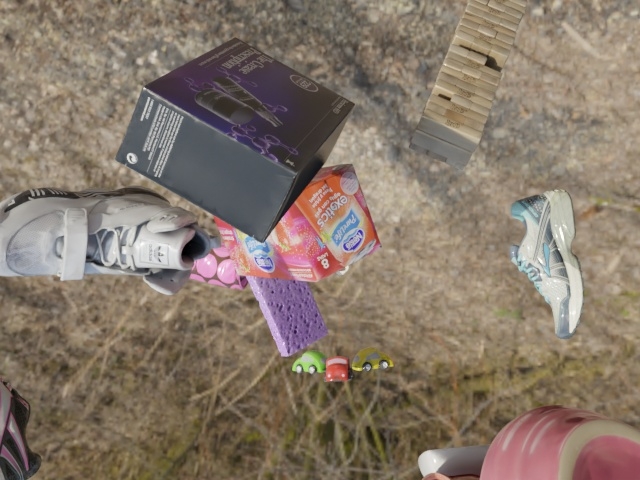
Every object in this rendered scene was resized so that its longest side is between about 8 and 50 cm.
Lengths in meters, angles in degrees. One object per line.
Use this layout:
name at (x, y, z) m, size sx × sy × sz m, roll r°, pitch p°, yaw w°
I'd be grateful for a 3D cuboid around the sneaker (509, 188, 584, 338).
sneaker at (0.420, 0.048, 1.461) m, size 0.122 × 0.283 × 0.110 m, roll -6°, pitch 165°, yaw 8°

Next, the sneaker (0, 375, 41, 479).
sneaker at (-0.322, 0.157, 0.742) m, size 0.072 × 0.178 × 0.077 m, roll -23°, pitch 172°, yaw 36°

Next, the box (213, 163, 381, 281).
box at (-0.044, -0.024, 1.127) m, size 0.257 × 0.122 × 0.128 m, roll 1°, pitch 115°, yaw 59°

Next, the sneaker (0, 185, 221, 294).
sneaker at (-0.331, 0.001, 1.203) m, size 0.210 × 0.137 × 0.366 m, roll 20°, pitch -159°, yaw 35°

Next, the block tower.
block tower at (0.228, -0.255, 1.192) m, size 0.097 × 0.335 × 0.091 m, roll 24°, pitch 145°, yaw 4°

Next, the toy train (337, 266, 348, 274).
toy train at (0.000, 0.000, 1.714) m, size 0.125 × 0.166 × 0.046 m, roll -15°, pitch 161°, yaw 7°

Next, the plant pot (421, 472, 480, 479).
plant pot at (0.326, 0.483, 1.235) m, size 0.265 × 0.272 × 0.272 m, roll -6°, pitch 156°, yaw -19°

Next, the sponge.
sponge at (-0.071, 0.121, 1.592) m, size 0.117 × 0.210 × 0.031 m, roll -27°, pitch -175°, yaw -38°

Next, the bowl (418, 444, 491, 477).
bowl at (0.249, 0.403, 1.378) m, size 0.142 × 0.053 × 0.142 m, roll -5°, pitch 154°, yaw -2°

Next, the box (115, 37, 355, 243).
box at (-0.085, -0.129, 0.905) m, size 0.184 × 0.261 × 0.103 m, roll 31°, pitch 120°, yaw 0°

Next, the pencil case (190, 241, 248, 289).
pencil case at (-0.245, 0.037, 1.653) m, size 0.209 × 0.095 × 0.098 m, roll 10°, pitch 135°, yaw 17°

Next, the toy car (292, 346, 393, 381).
toy car at (0.027, 0.285, 1.821) m, size 0.225 × 0.053 × 0.239 m, roll -4°, pitch 179°, yaw 37°

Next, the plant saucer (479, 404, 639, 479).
plant saucer at (0.328, 0.328, 0.848) m, size 0.332 × 0.332 × 0.084 m, roll 20°, pitch 137°, yaw -21°
